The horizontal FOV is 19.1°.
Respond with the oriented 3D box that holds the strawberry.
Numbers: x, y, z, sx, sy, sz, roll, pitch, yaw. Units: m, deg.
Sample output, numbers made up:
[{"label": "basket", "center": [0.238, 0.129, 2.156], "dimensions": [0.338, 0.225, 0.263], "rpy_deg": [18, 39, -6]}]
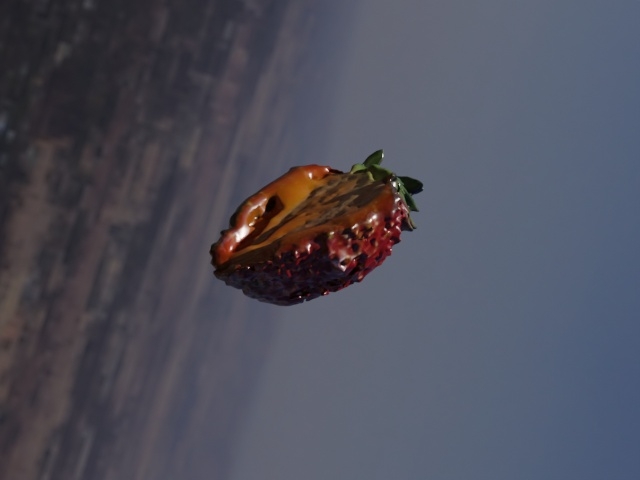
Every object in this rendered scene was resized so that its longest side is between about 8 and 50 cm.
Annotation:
[{"label": "strawberry", "center": [0.003, -0.001, 1.481], "dimensions": [0.192, 0.140, 0.085], "rpy_deg": [-66, 147, -59]}]
